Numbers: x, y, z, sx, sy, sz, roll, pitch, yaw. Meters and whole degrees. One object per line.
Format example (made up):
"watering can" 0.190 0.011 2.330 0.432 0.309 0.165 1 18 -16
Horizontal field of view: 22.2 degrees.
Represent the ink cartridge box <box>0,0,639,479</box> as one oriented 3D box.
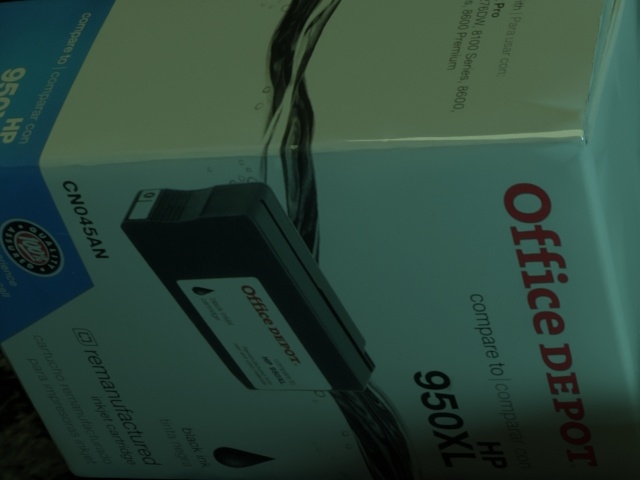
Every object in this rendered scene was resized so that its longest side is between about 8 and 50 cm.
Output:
"ink cartridge box" 0.000 0.000 0.979 0.394 0.285 0.166 -2 44 20
